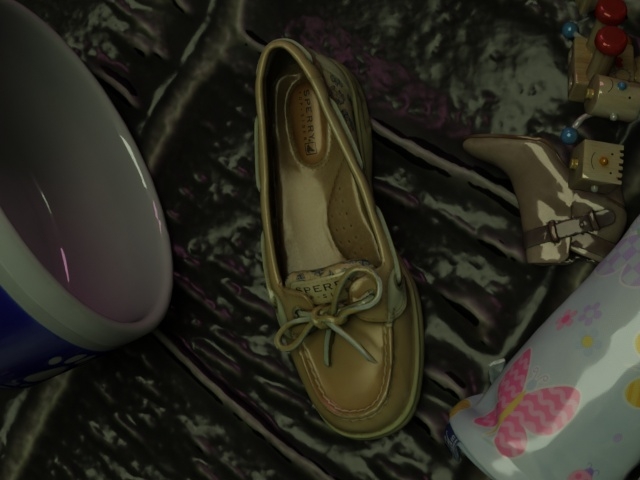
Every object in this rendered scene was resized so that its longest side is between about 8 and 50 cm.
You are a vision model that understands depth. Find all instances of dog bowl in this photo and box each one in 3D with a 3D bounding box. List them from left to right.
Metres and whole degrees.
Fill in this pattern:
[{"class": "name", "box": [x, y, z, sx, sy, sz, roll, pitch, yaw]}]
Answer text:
[{"class": "dog bowl", "box": [-0.217, -0.035, 1.014, 0.104, 0.265, 0.265, -27, 74, 17]}]

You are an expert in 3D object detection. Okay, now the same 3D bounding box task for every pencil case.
[{"class": "pencil case", "box": [0.204, 0.060, 0.935, 0.113, 0.124, 0.273, 40, 98, -19]}]

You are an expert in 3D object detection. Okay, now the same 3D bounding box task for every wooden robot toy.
[{"class": "wooden robot toy", "box": [0.210, -0.110, 0.979, 0.079, 0.076, 0.173, 10, 59, -8]}]

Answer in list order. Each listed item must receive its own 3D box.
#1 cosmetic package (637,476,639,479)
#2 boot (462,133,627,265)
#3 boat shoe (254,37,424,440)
[{"class": "cosmetic package", "box": [0.253, 0.259, 0.824, 0.217, 0.156, 0.385, 27, 91, -10]}, {"class": "boot", "box": [0.151, -0.026, 1.005, 0.118, 0.042, 0.087, 6, 86, 20]}, {"class": "boat shoe", "box": [0.000, 0.000, 1.026, 0.104, 0.089, 0.285, -18, 77, 15]}]
